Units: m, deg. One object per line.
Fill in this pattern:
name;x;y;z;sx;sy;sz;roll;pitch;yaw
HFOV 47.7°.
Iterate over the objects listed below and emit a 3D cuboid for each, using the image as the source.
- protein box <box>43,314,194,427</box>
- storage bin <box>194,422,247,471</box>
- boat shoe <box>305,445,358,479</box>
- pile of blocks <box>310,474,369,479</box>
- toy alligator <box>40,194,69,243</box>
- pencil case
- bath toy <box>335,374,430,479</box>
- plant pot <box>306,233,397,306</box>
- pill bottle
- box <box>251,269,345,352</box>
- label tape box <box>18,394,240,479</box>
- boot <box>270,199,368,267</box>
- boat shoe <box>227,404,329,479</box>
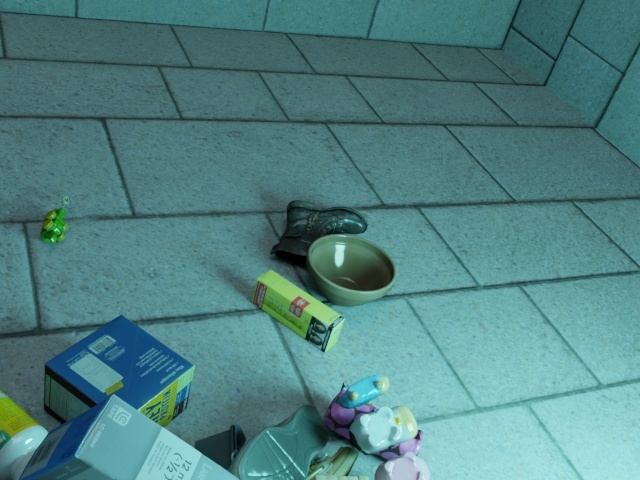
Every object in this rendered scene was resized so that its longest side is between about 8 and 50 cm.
protein box;-0.395;0.288;1.422;0.201;0.135;0.200;30;38;19
storage bin;-0.185;0.429;1.368;0.091;0.098;0.135;-15;39;4
boat shoe;-0.030;0.469;1.352;0.089;0.104;0.285;35;40;19
pile of blocks;0.071;0.573;1.220;0.149;0.112;0.362;-13;61;-37
toy alligator;-0.678;-0.047;1.836;0.051;0.056;0.189;-25;37;12
pencil case;0.115;0.393;1.530;0.209;0.095;0.098;28;15;13
bath toy;0.145;0.437;1.382;0.152;0.129;0.348;-9;60;-27
plant pot;0.070;0.095;1.888;0.238;0.109;0.237;12;36;-9
pill bottle;-0.558;0.356;1.283;0.208;0.117;0.118;33;39;20
box;-0.056;0.169;1.760;0.232;0.087;0.058;33;39;20
label tape box;-0.262;0.406;1.126;0.348;0.249;0.115;42;44;-16
boot;0.000;0.000;2.025;0.263;0.091;0.229;10;41;-3
boat shoe;-0.085;0.400;1.339;0.118;0.103;0.320;55;20;4
